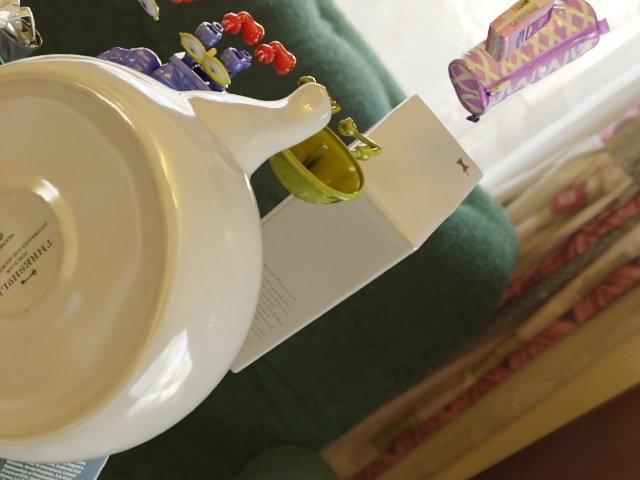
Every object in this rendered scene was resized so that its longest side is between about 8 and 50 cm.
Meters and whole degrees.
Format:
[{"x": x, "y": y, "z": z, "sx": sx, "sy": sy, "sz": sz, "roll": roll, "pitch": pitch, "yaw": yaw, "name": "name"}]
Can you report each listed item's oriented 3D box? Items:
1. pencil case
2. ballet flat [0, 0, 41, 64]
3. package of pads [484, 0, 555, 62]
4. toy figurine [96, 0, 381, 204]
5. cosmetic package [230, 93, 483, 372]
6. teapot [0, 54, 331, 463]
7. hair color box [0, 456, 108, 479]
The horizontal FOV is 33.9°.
[{"x": 0.260, "y": -0.237, "z": 1.342, "sx": 0.086, "sy": 0.206, "sz": 0.088, "roll": 62, "pitch": -13, "yaw": -22, "name": "pencil case"}, {"x": -0.387, "y": -0.273, "z": 1.263, "sx": 0.074, "sy": 0.074, "sz": 0.203, "roll": 61, "pitch": -2, "yaw": 15, "name": "ballet flat"}, {"x": 0.220, "y": -0.239, "z": 1.163, "sx": 0.032, "sy": 0.083, "sz": 0.050, "roll": 45, "pitch": -16, "yaw": 19, "name": "package of pads"}, {"x": -0.137, "y": -0.129, "z": 1.176, "sx": 0.362, "sy": 0.217, "sz": 0.191, "roll": 44, "pitch": 24, "yaw": -3, "name": "toy figurine"}, {"x": 0.000, "y": 0.000, "z": 1.554, "sx": 0.161, "sy": 0.453, "sz": 0.230, "roll": 50, "pitch": 43, "yaw": -3, "name": "cosmetic package"}, {"x": -0.137, "y": 0.018, "z": 0.656, "sx": 0.187, "sy": 0.255, "sz": 0.253, "roll": 14, "pitch": 77, "yaw": -68, "name": "teapot"}, {"x": -0.269, "y": 0.168, "z": 1.032, "sx": 0.105, "sy": 0.347, "sz": 0.174, "roll": 25, "pitch": 8, "yaw": -26, "name": "hair color box"}]
